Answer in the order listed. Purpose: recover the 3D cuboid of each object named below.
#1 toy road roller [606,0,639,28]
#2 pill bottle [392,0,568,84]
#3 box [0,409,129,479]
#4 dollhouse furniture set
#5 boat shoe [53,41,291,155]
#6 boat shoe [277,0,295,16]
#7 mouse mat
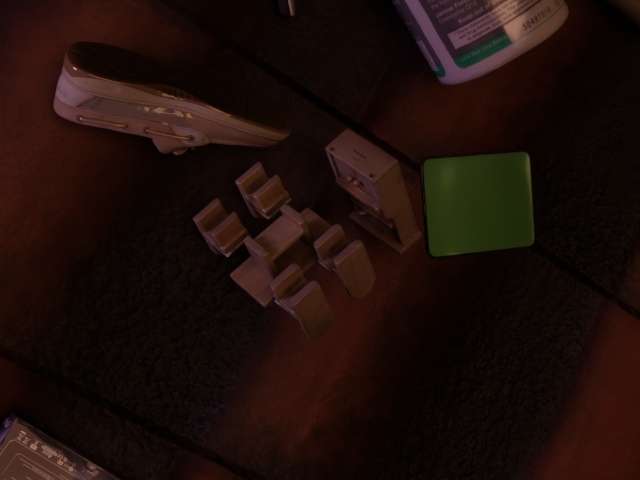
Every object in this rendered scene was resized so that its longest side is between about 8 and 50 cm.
[{"bbox_3d":[0.561,-0.500,1.569,0.202,0.240,0.329,32,118,-20],"label":"toy road roller"},{"bbox_3d":[0.166,-0.411,1.386,0.204,0.204,0.361,-37,105,-16],"label":"pill bottle"},{"bbox_3d":[-0.343,0.352,1.292,0.231,0.056,0.183,37,80,-18],"label":"box"},{"bbox_3d":[0.000,0.000,1.347,0.242,0.212,0.161,-42,143,-14],"label":"dollhouse furniture set"},{"bbox_3d":[-0.188,-0.166,1.320,0.302,0.109,0.098,12,127,-22],"label":"boat shoe"},{"bbox_3d":[-0.063,-0.366,1.385,0.042,0.049,0.133,-13,105,7],"label":"boat shoe"},{"bbox_3d":[0.238,-0.055,1.533,0.190,0.007,0.152,-6,94,-20],"label":"mouse mat"}]
